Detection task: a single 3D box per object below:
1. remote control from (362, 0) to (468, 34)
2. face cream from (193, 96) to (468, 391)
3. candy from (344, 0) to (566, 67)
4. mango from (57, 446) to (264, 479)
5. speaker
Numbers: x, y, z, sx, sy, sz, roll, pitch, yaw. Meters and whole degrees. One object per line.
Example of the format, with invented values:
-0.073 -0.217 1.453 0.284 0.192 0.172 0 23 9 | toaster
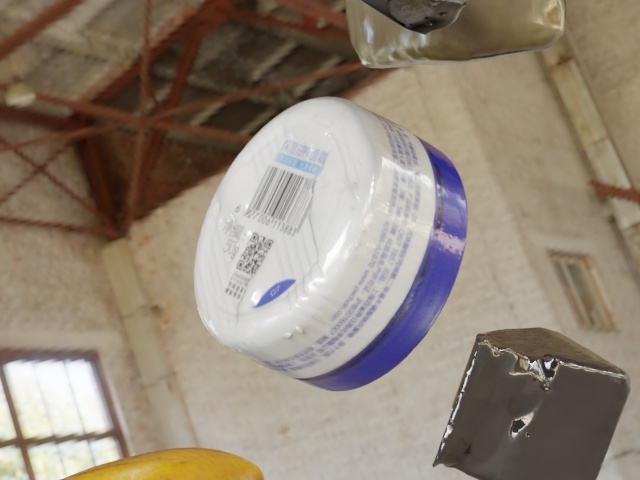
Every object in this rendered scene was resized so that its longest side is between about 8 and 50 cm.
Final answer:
-0.010 -0.180 0.794 0.212 0.028 0.059 27 -27 -16 | remote control
0.000 0.000 1.023 0.111 0.206 0.206 25 -43 -35 | face cream
0.086 -0.177 0.971 0.102 0.104 0.234 -15 10 -12 | candy
-0.193 0.284 1.150 0.350 0.201 0.199 -26 16 -17 | mango
0.212 0.182 1.584 0.184 0.180 0.388 20 1 -4 | speaker
